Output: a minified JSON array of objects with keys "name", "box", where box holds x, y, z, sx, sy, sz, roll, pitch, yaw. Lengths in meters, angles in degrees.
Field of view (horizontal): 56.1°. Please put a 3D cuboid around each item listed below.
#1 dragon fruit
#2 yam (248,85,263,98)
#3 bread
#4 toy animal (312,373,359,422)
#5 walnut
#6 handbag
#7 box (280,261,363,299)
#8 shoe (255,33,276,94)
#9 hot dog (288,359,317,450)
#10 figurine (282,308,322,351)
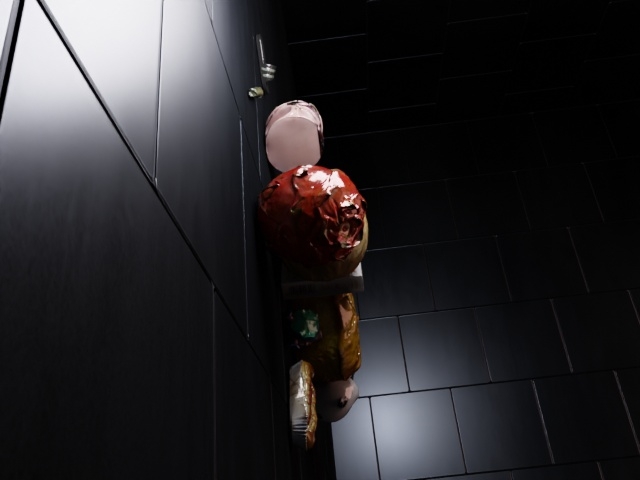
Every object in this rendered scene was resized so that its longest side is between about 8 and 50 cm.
[{"name":"dragon fruit","box":[-0.020,-0.054,1.353,0.241,0.252,0.241,33,47,-44]},{"name":"yam","box":[-0.162,-0.369,1.504,0.129,0.027,0.033,-88,170,-73]},{"name":"bread","box":[0.019,0.267,1.964,0.398,0.215,0.399,-8,90,-88]},{"name":"toy animal","box":[0.035,0.519,2.082,0.165,0.187,0.235,44,18,-27]},{"name":"walnut","box":[-0.010,-0.046,1.610,0.277,0.251,0.313,-37,114,-74]},{"name":"handbag","box":[-0.076,-0.302,1.741,0.116,0.179,0.205,-104,-175,-45]},{"name":"box","box":[0.004,0.094,1.740,0.149,0.233,0.067,-94,177,-55]},{"name":"shoe","box":[-0.160,-0.536,1.823,0.071,0.049,0.179,-88,171,-73]},{"name":"hot dog","box":[-0.046,0.424,1.544,0.253,0.069,0.131,-92,176,-54]},{"name":"figurine","box":[-0.048,0.257,1.692,0.195,0.102,0.112,87,-16,-72]}]
